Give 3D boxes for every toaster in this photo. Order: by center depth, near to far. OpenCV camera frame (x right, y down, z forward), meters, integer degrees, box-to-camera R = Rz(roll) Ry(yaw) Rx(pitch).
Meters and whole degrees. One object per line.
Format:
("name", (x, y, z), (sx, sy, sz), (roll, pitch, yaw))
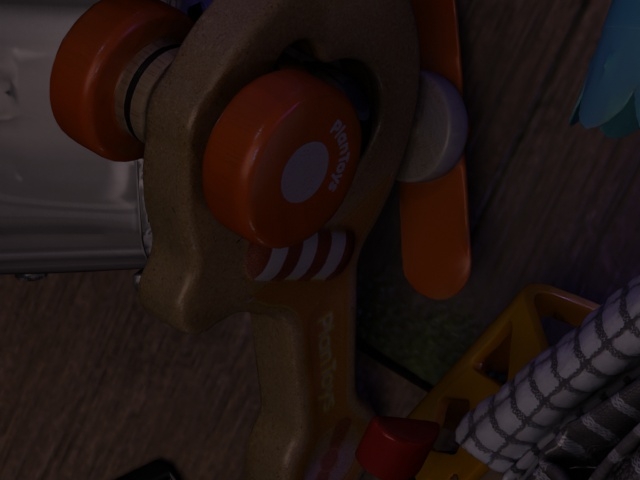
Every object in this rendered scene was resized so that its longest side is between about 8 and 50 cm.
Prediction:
("toaster", (-0.129, -0.084, 1.110), (0.146, 0.129, 0.227), (4, 103, 16))

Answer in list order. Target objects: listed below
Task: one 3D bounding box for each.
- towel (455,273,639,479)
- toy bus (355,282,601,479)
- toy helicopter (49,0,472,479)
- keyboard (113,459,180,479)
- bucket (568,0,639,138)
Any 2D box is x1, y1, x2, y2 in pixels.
("towel", (0.242, 0.100, 0.925), (0.235, 0.283, 0.121), (-44, 43, 38))
("toy bus", (0.098, 0.117, 1.085), (0.202, 0.104, 0.191), (-14, 134, 1))
("toy helicopter", (0.000, 0.000, 1.064), (0.140, 0.235, 0.355), (28, 137, 34))
("keyboard", (-0.152, 0.218, 1.244), (0.192, 0.038, 0.100), (-30, 92, 25))
("bucket", (0.263, -0.105, 0.873), (0.281, 0.281, 0.183), (16, 94, 16))
